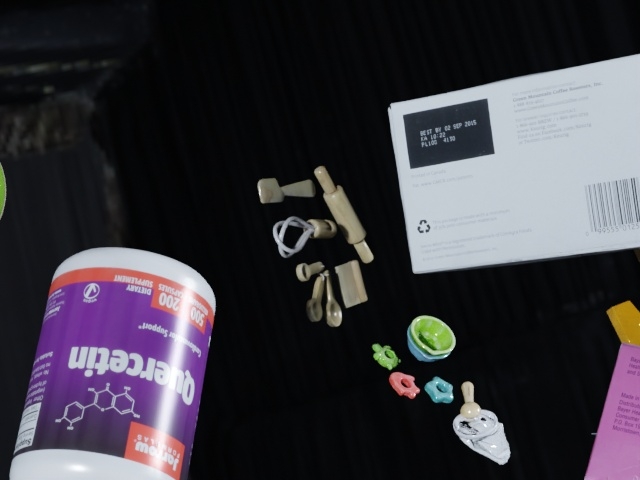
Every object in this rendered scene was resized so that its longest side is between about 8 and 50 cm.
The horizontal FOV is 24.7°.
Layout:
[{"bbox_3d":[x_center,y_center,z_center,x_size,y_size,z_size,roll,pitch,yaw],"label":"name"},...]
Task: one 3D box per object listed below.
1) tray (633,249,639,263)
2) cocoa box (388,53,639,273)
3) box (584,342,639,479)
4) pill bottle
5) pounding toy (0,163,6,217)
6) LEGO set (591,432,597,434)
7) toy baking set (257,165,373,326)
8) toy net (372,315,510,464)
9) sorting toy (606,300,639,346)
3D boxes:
[{"bbox_3d":[0.577,-0.073,2.353,0.076,0.411,0.203,26,-57,-34],"label":"tray"},{"bbox_3d":[0.300,-0.091,1.874,0.347,0.231,0.228,-9,-3,29],"label":"cocoa box"},{"bbox_3d":[0.338,0.195,1.152,0.213,0.117,0.243,11,-22,22],"label":"box"},{"bbox_3d":[-0.219,0.182,1.535,0.181,0.323,0.181,6,-27,3],"label":"pill bottle"},{"bbox_3d":[-0.574,-0.053,2.097,0.237,0.183,0.110,-46,-17,11],"label":"pounding toy"},{"bbox_3d":[0.540,0.313,2.341,0.182,0.060,0.244,18,-11,-7],"label":"LEGO set"},{"bbox_3d":[0.003,-0.003,1.946,0.030,0.256,0.197,-13,27,28],"label":"toy baking set"},{"bbox_3d":[0.176,0.207,1.983,0.122,0.232,0.045,-14,-34,-43],"label":"toy net"},{"bbox_3d":[0.498,0.208,1.903,0.229,0.307,0.041,-18,-15,-22],"label":"sorting toy"}]
